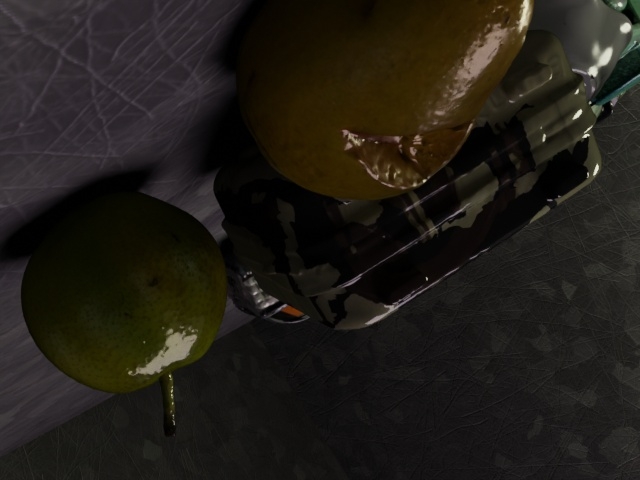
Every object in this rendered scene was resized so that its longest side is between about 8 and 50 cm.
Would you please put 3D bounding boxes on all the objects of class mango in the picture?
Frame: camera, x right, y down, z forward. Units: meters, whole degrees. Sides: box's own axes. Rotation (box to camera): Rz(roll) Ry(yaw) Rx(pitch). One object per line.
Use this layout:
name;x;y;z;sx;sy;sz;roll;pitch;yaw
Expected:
mango;0.038;-0.121;0.589;0.130;0.167;0.262;-46;180;-33

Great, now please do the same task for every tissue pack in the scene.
tissue pack;0.000;0.000;1.507;0.361;0.122;0.259;-31;-173;-15

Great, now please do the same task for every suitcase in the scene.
suitcase;0.059;-0.078;0.880;0.351;0.194;0.339;-31;-163;-16

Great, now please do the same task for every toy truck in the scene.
toy truck;0.411;-0.292;1.240;0.155;0.156;0.279;-37;175;39

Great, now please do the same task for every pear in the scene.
pear;-0.160;0.065;0.760;0.180;0.216;0.166;-26;169;-14

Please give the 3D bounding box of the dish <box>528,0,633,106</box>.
dish;0.284;-0.205;1.078;0.229;0.081;0.229;-5;151;-3

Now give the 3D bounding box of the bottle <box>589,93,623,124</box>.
bottle;0.379;-0.215;1.437;0.347;0.168;0.168;-49;177;-9

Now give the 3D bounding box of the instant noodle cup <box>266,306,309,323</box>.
instant noodle cup;-0.078;0.074;1.740;0.208;0.178;0.125;-11;-176;-12
